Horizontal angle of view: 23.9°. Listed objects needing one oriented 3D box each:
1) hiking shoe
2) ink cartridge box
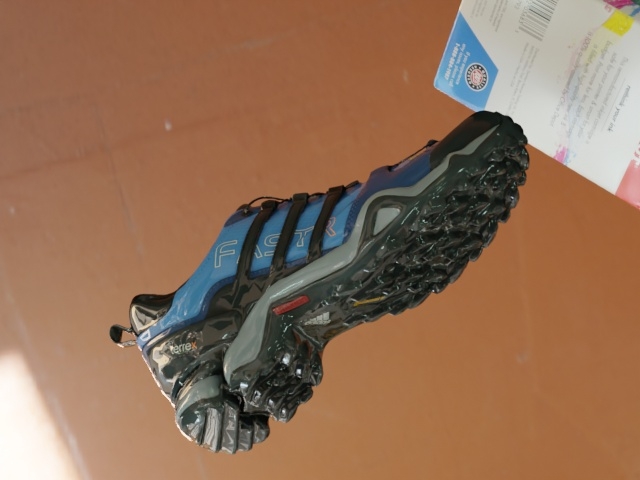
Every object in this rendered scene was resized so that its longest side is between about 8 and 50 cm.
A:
[{"bbox_3d":[0.000,0.000,1.011,0.304,0.132,0.113,-39,150,-5],"label":"hiking shoe"},{"bbox_3d":[0.209,-0.119,1.070,0.078,0.231,0.134,-40,156,-44],"label":"ink cartridge box"}]
